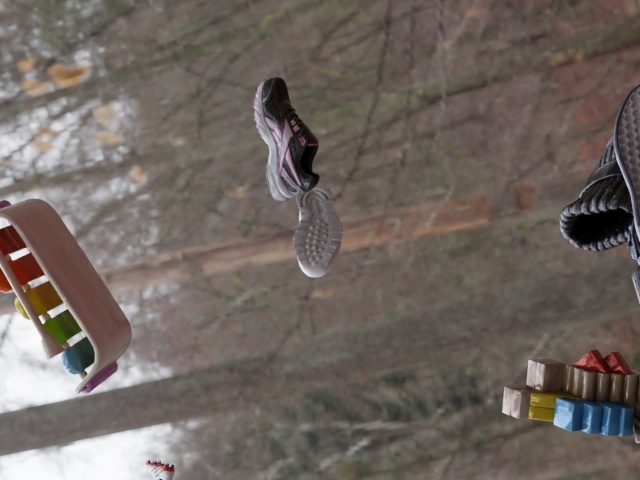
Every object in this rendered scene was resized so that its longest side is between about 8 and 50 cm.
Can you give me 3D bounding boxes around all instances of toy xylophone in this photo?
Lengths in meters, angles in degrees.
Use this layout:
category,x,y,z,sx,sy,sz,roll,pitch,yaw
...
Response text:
category,x,y,z,sx,sy,sz,roll,pitch,yaw
toy xylophone,-0.400,0.071,1.667,0.322,0.081,0.236,59,-161,5

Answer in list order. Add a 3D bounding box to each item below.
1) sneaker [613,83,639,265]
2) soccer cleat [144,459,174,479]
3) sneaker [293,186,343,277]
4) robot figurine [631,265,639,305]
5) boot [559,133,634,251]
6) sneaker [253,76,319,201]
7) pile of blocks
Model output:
category,x,y,z,sx,sy,sz,roll,pitch,yaw
sneaker,0.404,-0.062,1.373,0.163,0.086,0.226,38,-131,-65
soccer cleat,-0.256,0.366,1.814,0.029,0.083,0.035,12,-99,-36
sneaker,0.000,0.000,2.079,0.235,0.090,0.094,-87,-7,-54
robot figurine,0.586,0.059,1.616,0.209,0.278,0.173,-170,80,-81
boot,0.555,-0.146,1.953,0.260,0.131,0.348,-49,-10,-36
sneaker,-0.038,-0.150,1.664,0.072,0.077,0.178,-16,-86,-60
pile of blocks,0.456,0.227,1.707,0.149,0.362,0.112,-27,-60,-79
